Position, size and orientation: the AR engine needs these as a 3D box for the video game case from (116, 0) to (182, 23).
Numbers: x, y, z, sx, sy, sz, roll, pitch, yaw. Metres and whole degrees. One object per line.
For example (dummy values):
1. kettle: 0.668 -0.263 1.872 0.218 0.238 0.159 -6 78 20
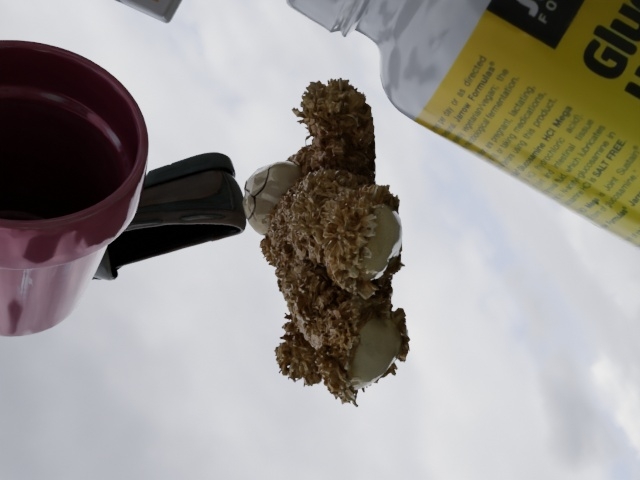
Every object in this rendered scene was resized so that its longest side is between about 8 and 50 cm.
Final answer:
1. video game case: -0.167 -0.316 1.355 0.183 0.201 0.023 26 173 14

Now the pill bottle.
1. pill bottle: 0.157 -0.119 0.903 0.334 0.188 0.188 29 -156 -2

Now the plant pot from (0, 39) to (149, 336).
1. plant pot: -0.243 -0.028 1.206 0.201 0.180 0.201 7 -132 -7

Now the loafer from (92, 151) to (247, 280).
1. loafer: -0.202 -0.003 1.516 0.096 0.267 0.084 64 -177 -69

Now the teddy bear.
1. teddy bear: 0.000 0.000 1.248 0.338 0.113 0.245 -103 10 -53
